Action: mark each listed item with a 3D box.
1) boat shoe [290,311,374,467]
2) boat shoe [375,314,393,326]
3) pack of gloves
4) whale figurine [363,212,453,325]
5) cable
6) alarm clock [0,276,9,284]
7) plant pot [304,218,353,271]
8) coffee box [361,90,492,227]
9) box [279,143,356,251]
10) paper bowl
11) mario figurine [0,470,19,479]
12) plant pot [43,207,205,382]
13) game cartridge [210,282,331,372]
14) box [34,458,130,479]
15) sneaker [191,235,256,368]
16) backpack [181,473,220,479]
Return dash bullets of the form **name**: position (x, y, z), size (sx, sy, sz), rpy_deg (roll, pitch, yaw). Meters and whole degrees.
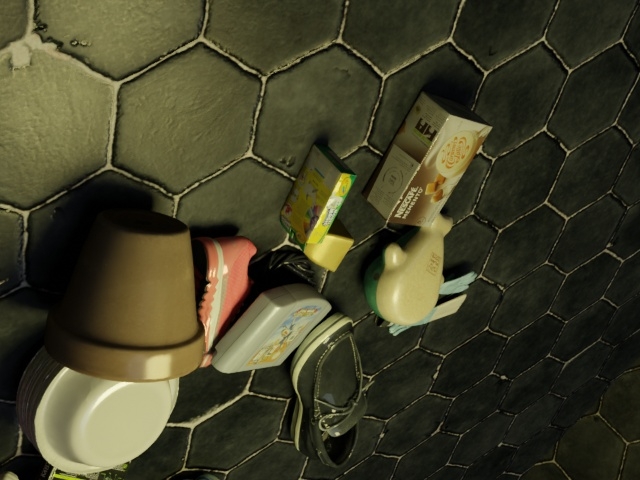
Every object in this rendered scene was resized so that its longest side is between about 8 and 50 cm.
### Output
- **boat shoe**: position (0.031, 0.356, 1.912), size (0.187, 0.156, 0.500), rpy_deg (-33, 145, -34)
- **boat shoe**: position (0.161, 0.153, 1.937), size (0.040, 0.049, 0.142), rpy_deg (-15, 137, -28)
- **pack of gloves**: position (0.268, 0.144, 2.033), size (0.232, 0.046, 0.195), rpy_deg (-17, 151, -28)
- **whale figurine**: position (0.191, 0.048, 1.819), size (0.216, 0.141, 0.272), rpy_deg (28, 82, -44)
- **cable**: position (-0.075, 0.093, 1.685), size (0.151, 0.047, 0.184), rpy_deg (-27, 139, -17)
- **alarm clock**: position (-0.582, 0.120, 1.288), size (0.192, 0.064, 0.129), rpy_deg (-48, 141, 14)
- **plant pot**: position (0.000, 0.000, 1.636), size (0.083, 0.081, 0.081), rpy_deg (17, 116, -33)
- **coffee box**: position (0.208, -0.156, 1.637), size (0.141, 0.098, 0.246), rpy_deg (8, 121, -43)
- **box**: position (-0.010, -0.075, 1.531), size (0.043, 0.105, 0.179), rpy_deg (6, 123, -41)
- **paper bowl**: position (-0.385, 0.291, 1.492), size (0.284, 0.148, 0.284), rpy_deg (-21, 124, -35)
- **mario figurine**: position (-0.611, 0.568, 1.545), size (0.320, 0.170, 0.198), rpy_deg (-33, 157, -46)
- **plant pot**: position (-0.302, 0.075, 1.352), size (0.263, 0.263, 0.229), rpy_deg (1, 108, -40)
- **game cartridge**: position (-0.085, 0.172, 1.646), size (0.198, 0.062, 0.297), rpy_deg (-45, 162, 12)
- **box**: position (-0.459, 0.437, 1.636), size (0.191, 0.045, 0.184), rpy_deg (35, 73, -51)
- **sneaker**: position (-0.187, 0.121, 1.567), size (0.136, 0.116, 0.313), rpy_deg (-14, 136, -33)
- **backpack**: position (-0.310, 0.723, 1.941), size (0.273, 0.290, 0.355), rpy_deg (-30, 134, -27)
